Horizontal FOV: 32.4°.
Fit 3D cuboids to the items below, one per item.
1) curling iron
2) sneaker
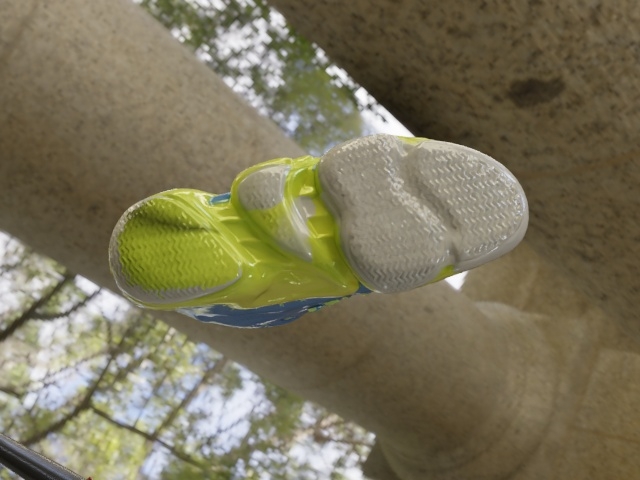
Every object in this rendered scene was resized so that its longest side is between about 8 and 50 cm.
[{"bbox_3d":[-0.191,0.217,0.959,0.068,0.274,0.035,-58,-155,-2],"label":"curling iron"},{"bbox_3d":[0.000,0.000,0.663,0.240,0.126,0.091,-5,-105,3],"label":"sneaker"}]
